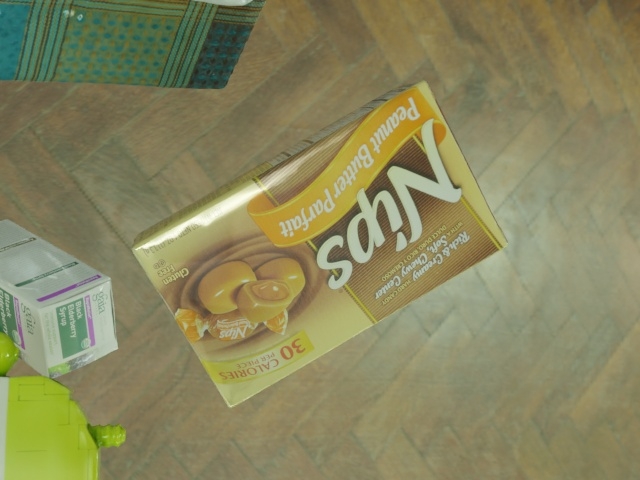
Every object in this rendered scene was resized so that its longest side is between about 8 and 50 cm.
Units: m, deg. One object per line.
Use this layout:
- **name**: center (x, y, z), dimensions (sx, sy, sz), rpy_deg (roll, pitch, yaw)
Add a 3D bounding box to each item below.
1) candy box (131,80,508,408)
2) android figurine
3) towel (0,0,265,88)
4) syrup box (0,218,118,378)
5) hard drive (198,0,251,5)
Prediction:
- **candy box**: center (0.000, 0.000, 0.850), dimensions (0.316, 0.087, 0.183), rpy_deg (-30, 103, -5)
- **android figurine**: center (-0.302, 0.198, 0.727), dimensions (0.272, 0.056, 0.248), rpy_deg (-1, 79, -12)
- **towel**: center (-0.202, -0.248, 0.781), dimensions (0.370, 0.271, 0.040), rpy_deg (-5, 53, -38)
- **syrup box**: center (-0.345, 0.062, 1.021), dimensions (0.096, 0.237, 0.093), rpy_deg (-24, 125, -40)
- **hard drive**: center (-0.152, -0.302, 0.437), dimensions (0.353, 0.233, 0.047), rpy_deg (85, 28, -44)
